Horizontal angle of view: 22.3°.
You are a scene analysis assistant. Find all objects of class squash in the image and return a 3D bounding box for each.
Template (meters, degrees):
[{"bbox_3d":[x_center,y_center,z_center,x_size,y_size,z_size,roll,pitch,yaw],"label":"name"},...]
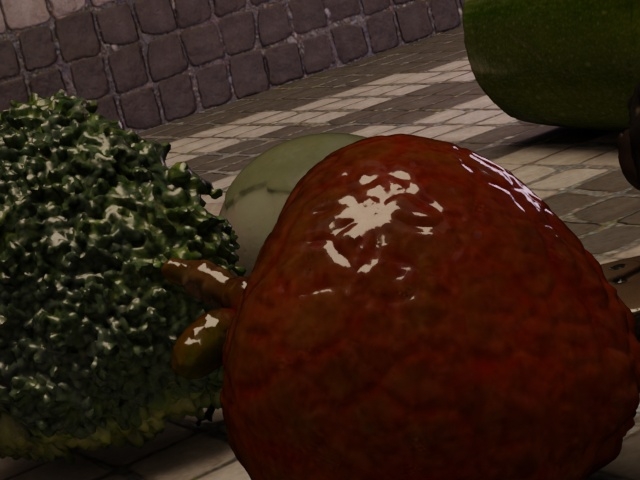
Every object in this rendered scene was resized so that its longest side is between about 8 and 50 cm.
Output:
[{"bbox_3d":[0.375,-0.257,1.934,0.263,0.263,0.384,-20,14,-23],"label":"squash"}]

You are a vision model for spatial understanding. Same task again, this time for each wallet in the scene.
[{"bbox_3d":[0.250,0.040,1.276,0.118,0.039,0.153,-14,14,-7],"label":"wallet"}]

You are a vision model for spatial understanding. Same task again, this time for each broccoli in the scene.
[{"bbox_3d":[-0.216,0.051,1.294,0.375,0.302,0.249,21,53,28],"label":"broccoli"}]

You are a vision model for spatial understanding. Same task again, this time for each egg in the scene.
[{"bbox_3d":[0.000,0.000,1.406,0.183,0.183,0.217,-24,6,-37],"label":"egg"}]

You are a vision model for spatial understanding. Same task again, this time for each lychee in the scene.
[{"bbox_3d":[0.042,0.055,0.969,0.300,0.255,0.255,19,17,4],"label":"lychee"}]

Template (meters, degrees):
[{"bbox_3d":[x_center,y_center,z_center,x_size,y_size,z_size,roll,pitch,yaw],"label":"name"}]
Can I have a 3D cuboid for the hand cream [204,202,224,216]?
[{"bbox_3d":[-0.021,0.012,1.584,0.358,0.118,0.185,-4,12,11],"label":"hand cream"}]

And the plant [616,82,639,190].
[{"bbox_3d":[0.337,-0.067,1.292,0.204,0.178,0.234,-17,-9,14],"label":"plant"}]
